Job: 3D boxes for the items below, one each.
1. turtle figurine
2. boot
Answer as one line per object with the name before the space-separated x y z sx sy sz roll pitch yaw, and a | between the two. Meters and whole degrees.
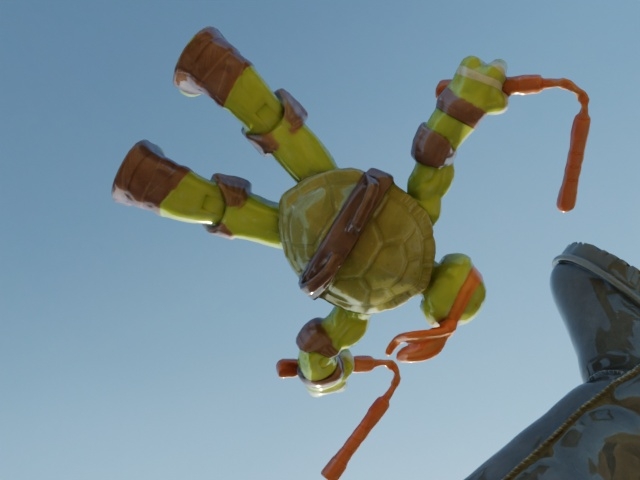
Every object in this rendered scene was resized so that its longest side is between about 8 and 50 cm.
turtle figurine | 0.000 0.000 0.534 0.217 0.087 0.269 30 -67 1
boot | 0.112 0.109 0.519 0.076 0.189 0.208 42 -87 -22
